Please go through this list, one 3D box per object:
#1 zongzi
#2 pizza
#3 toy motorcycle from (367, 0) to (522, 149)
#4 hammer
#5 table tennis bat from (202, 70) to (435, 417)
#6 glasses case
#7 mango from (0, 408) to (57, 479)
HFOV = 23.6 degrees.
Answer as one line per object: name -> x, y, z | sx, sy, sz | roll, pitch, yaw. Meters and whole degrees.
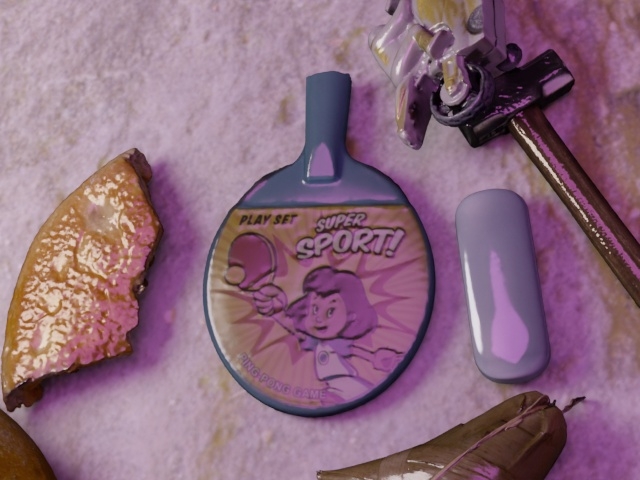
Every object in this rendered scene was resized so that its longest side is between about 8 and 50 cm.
zongzi -> 0.111, 0.169, 1.314 | 0.178, 0.081, 0.189 | 25, 71, 28
pizza -> -0.218, 0.036, 1.427 | 0.134, 0.056, 0.271 | 9, 71, 16
toy motorcycle -> 0.105, -0.188, 1.424 | 0.151, 0.074, 0.229 | -16, 55, 34
hammer -> 0.260, -0.006, 1.367 | 0.111, 0.043, 0.365 | -32, 70, -3
table tennis bat -> 0.000, 0.000, 1.410 | 0.215, 0.044, 0.329 | 0, 72, 12
glasses case -> 0.161, 0.039, 1.361 | 0.067, 0.045, 0.179 | -9, 70, 7
mango -> -0.336, 0.225, 1.328 | 0.316, 0.146, 0.193 | 32, 78, 24
